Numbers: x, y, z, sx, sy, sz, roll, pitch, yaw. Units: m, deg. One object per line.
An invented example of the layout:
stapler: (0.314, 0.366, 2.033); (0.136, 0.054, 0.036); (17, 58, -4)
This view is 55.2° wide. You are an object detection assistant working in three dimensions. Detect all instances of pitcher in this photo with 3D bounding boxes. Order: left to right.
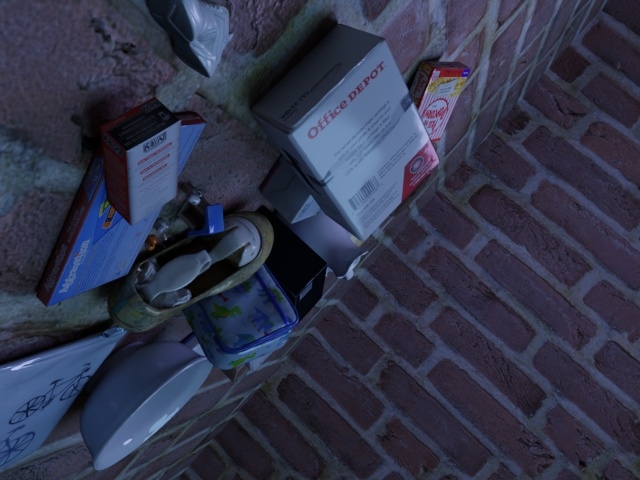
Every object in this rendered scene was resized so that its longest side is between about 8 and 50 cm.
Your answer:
pitcher: (0.000, 0.000, 1.357); (0.125, 0.207, 0.178); (-44, 168, -17)

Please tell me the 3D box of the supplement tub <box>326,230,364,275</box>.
supplement tub: (0.028, -0.010, 1.578); (0.200, 0.144, 0.144); (-46, 168, -6)

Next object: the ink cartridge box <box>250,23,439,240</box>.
ink cartridge box: (0.048, -0.162, 0.956); (0.197, 0.114, 0.273); (-46, 138, -8)

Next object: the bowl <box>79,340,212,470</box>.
bowl: (-0.365, 0.296, 1.210); (0.298, 0.134, 0.298); (-45, 169, -12)

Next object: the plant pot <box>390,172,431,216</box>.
plant pot: (0.147, -0.128, 1.242); (0.237, 0.109, 0.237); (-46, 168, -12)

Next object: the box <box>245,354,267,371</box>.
box: (-0.177, 0.182, 1.383); (0.119, 0.181, 0.182); (-44, 168, -18)

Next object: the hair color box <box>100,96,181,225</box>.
hair color box: (-0.195, -0.083, 0.672); (0.072, 0.043, 0.141); (-40, 167, -31)

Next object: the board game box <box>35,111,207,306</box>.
board game box: (-0.255, -0.039, 0.777); (0.281, 0.027, 0.145); (-54, 168, 29)

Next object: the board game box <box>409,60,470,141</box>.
board game box: (0.261, -0.325, 1.447); (0.146, 0.045, 0.194); (-15, 136, -41)

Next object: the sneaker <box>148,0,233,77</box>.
sneaker: (-0.125, -0.221, 0.608); (0.061, 0.053, 0.152); (-55, 175, -6)

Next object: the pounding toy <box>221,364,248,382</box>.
pounding toy: (-0.216, 0.309, 1.870); (0.206, 0.094, 0.181); (-41, 167, -28)

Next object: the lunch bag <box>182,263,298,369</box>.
lunch bag: (-0.154, 0.108, 1.104); (0.176, 0.219, 0.090); (-16, 150, -35)

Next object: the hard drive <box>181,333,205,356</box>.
hard drive: (-0.330, 0.296, 1.557); (0.318, 0.040, 0.210); (-40, 166, -33)

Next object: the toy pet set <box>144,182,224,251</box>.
toy pet set: (-0.202, -0.023, 0.921); (0.122, 0.065, 0.114); (-51, 167, 20)

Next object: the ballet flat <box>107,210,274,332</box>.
ballet flat: (-0.186, 0.032, 1.009); (0.348, 0.123, 0.123); (-33, 162, -39)

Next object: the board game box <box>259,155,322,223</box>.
board game box: (0.038, -0.169, 1.220); (0.224, 0.097, 0.303); (-52, 166, 25)

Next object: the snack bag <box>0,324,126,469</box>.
snack bag: (-0.487, 0.273, 0.948); (0.343, 0.037, 0.323); (-50, 168, 15)

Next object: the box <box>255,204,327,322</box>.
box: (-0.087, 0.062, 1.313); (0.103, 0.184, 0.261); (-47, 169, -17)
